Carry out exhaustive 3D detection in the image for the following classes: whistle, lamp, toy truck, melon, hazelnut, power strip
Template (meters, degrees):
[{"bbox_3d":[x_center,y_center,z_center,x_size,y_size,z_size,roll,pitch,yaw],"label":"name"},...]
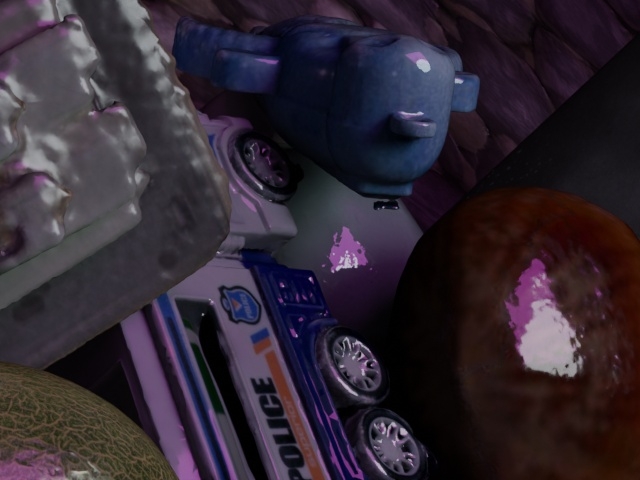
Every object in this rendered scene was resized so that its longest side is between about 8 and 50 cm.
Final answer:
[{"bbox_3d":[0.011,-0.092,0.900,0.180,0.093,0.269,3,17,-20],"label":"whistle"},{"bbox_3d":[0.002,-0.002,0.976,0.179,0.108,0.246,15,43,-54],"label":"lamp"},{"bbox_3d":[-0.066,0.060,0.783,0.155,0.124,0.268,7,51,-46],"label":"toy truck"},{"bbox_3d":[-0.126,0.118,0.603,0.192,0.139,0.139,28,35,-28],"label":"melon"},{"bbox_3d":[0.110,0.076,0.858,0.181,0.181,0.212,-3,85,-26],"label":"hazelnut"},{"bbox_3d":[-0.142,-0.028,0.643,0.064,0.213,0.198,20,-39,60],"label":"power strip"}]

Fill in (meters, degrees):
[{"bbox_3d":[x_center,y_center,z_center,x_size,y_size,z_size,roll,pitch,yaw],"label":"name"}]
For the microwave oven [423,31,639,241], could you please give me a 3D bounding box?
[{"bbox_3d":[0.291,0.095,1.011,0.236,0.374,0.432,26,31,-37],"label":"microwave oven"}]
